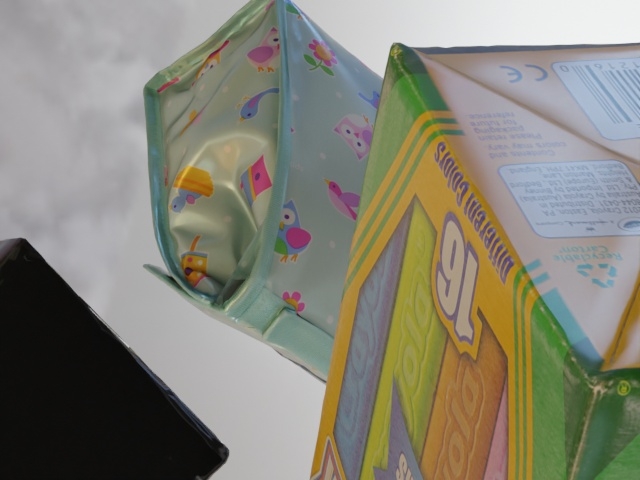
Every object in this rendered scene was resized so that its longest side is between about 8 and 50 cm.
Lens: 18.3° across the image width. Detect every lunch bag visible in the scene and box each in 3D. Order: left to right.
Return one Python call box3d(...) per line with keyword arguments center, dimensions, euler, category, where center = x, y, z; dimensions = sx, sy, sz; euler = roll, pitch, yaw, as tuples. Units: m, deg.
box3d(center=(0.000, 0.000, 1.333), dimensions=(0.223, 0.160, 0.262), euler=(35, -148, -36), category="lunch bag")

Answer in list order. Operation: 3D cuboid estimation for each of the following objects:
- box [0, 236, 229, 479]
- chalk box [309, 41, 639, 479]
box3d(center=(-0.173, 0.099, 0.659), dimensions=(0.103, 0.261, 0.184), euler=(47, -113, -18), category="box")
box3d(center=(0.077, 0.075, 0.467), dimensions=(0.132, 0.132, 0.213), euler=(-3, -55, -17), category="chalk box")
